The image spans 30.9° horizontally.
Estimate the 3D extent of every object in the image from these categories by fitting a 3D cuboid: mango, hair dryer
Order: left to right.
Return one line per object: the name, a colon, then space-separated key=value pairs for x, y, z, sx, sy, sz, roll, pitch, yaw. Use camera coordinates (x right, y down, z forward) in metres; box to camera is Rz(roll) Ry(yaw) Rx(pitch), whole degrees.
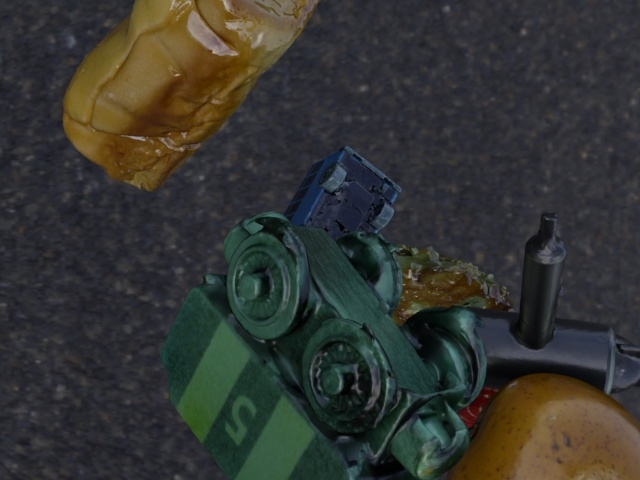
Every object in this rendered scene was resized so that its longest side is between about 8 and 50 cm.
mango: x=0.214 y=0.266 z=1.035 sx=0.191 sy=0.160 sz=0.290 roll=-20 pitch=89 yaw=-21
hair dryer: x=0.226 y=0.061 z=1.063 sx=0.248 sy=0.196 sz=0.077 roll=82 pitch=17 yaw=-52

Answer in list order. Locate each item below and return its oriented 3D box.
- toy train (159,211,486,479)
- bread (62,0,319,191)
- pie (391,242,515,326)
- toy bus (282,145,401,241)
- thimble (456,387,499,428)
toy train: x=0.002 y=0.119 z=1.026 sx=0.167 sy=0.299 sz=0.238 roll=1 pitch=127 yaw=-45
bread: x=-0.119 y=-0.172 z=1.046 sx=0.132 sy=0.294 sz=0.166 roll=41 pitch=48 yaw=-9
pie: x=0.152 y=0.114 z=1.862 sx=0.288 sy=0.355 sz=0.102 roll=25 pitch=51 yaw=-28
toy bus: x=0.000 y=0.000 z=1.267 sx=0.090 sy=0.106 sz=0.184 roll=38 pitch=65 yaw=-19
thimble: x=0.301 y=0.279 z=1.771 sx=0.125 sy=0.163 sz=0.189 roll=-45 pitch=159 yaw=-25
